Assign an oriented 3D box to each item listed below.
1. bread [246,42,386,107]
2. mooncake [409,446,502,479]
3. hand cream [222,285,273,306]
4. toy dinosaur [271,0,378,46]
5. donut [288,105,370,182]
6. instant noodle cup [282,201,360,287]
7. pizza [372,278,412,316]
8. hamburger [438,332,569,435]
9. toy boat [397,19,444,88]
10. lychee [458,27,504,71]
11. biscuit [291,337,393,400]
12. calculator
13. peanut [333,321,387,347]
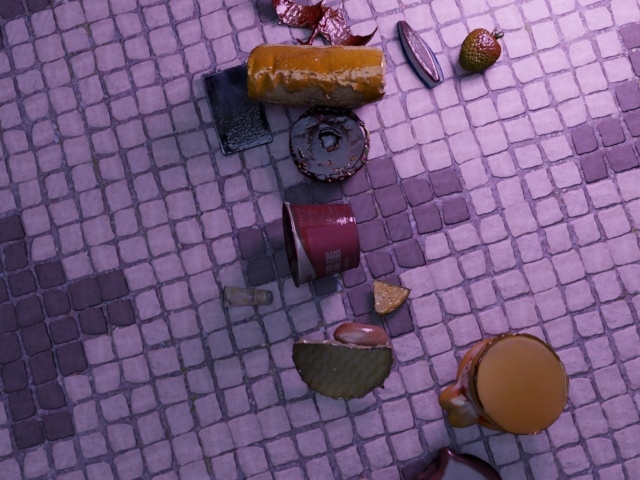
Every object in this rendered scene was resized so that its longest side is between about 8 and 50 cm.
[{"bbox_3d":[-0.004,-0.454,1.815,0.376,0.236,0.165,1,114,2],"label":"bread"},{"bbox_3d":[0.307,0.699,1.703,0.334,0.174,0.325,22,81,8],"label":"mooncake"},{"bbox_3d":[-0.205,0.158,1.858,0.143,0.039,0.061,0,85,7],"label":"hand cream"},{"bbox_3d":[-0.008,-0.655,1.916,0.207,0.113,0.327,-35,81,-3],"label":"toy dinosaur"},{"bbox_3d":[0.026,-0.271,1.876,0.235,0.089,0.235,0,83,3],"label":"donut"},{"bbox_3d":[0.000,0.000,1.783,0.179,0.235,0.234,-9,83,-8],"label":"instant noodle cup"},{"bbox_3d":[0.185,0.146,1.848,0.123,0.026,0.108,-38,88,-3],"label":"pizza"},{"bbox_3d":[0.472,0.388,1.722,0.303,0.186,0.261,-35,86,-22],"label":"hamburger"},{"bbox_3d":[0.286,-0.554,1.928,0.080,0.046,0.228,-28,85,1],"label":"toy boat"},{"bbox_3d":[0.461,-0.549,1.888,0.114,0.114,0.146,45,105,6],"label":"lychee"},{"bbox_3d":[0.057,0.352,1.790,0.274,0.036,0.187,6,111,3],"label":"biscuit"},{"bbox_3d":[-0.245,-0.385,1.934,0.161,0.021,0.261,-15,83,-1],"label":"calculator"},{"bbox_3d":[0.109,0.265,1.813,0.152,0.076,0.076,5,83,-3],"label":"peanut"}]
